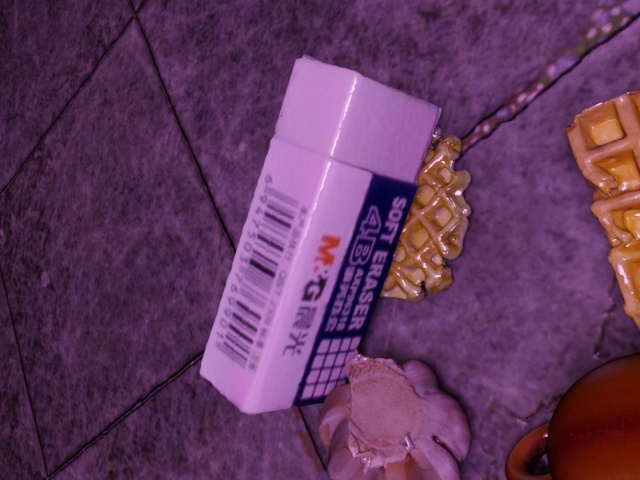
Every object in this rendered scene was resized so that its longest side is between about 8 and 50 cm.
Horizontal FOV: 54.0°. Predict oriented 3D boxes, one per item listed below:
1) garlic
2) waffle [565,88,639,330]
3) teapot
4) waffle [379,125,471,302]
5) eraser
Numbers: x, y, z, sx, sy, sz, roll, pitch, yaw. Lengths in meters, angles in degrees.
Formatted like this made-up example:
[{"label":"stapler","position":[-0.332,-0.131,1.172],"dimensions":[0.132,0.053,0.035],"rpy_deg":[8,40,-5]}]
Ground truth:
[{"label":"garlic","position":[0.054,0.189,0.550],"dimensions":[0.131,0.127,0.194],"rpy_deg":[-111,29,-43]},{"label":"waffle","position":[0.275,-0.014,0.426],"dimensions":[0.160,0.055,0.211],"rpy_deg":[-20,74,34]},{"label":"teapot","position":[0.231,0.139,0.410],"dimensions":[0.178,0.135,0.252],"rpy_deg":[54,144,-8]},{"label":"waffle","position":[0.059,-0.030,0.607],"dimensions":[0.183,0.036,0.169],"rpy_deg":[7,90,36]},{"label":"eraser","position":[0.000,0.000,0.546],"dimensions":[0.086,0.130,0.287],"rpy_deg":[26,103,37]}]
